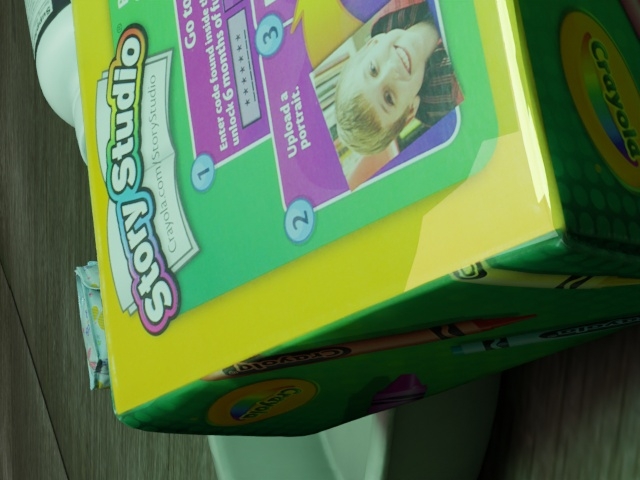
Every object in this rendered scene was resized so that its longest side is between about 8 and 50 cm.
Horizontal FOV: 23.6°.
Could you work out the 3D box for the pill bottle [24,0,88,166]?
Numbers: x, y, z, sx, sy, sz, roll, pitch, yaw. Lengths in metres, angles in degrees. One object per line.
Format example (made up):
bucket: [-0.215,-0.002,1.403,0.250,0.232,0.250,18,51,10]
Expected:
pill bottle: [-0.108,-0.125,0.851,0.108,0.108,0.193,106,154,-47]

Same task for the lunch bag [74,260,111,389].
lunch bag: [-0.117,0.047,0.970,0.053,0.071,0.083,109,153,-54]

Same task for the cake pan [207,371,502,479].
cake pan: [0.000,0.000,0.617,0.293,0.054,0.293,177,90,-73]

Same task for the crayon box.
crayon box: [0.005,-0.098,0.434,0.165,0.081,0.278,-26,66,43]
